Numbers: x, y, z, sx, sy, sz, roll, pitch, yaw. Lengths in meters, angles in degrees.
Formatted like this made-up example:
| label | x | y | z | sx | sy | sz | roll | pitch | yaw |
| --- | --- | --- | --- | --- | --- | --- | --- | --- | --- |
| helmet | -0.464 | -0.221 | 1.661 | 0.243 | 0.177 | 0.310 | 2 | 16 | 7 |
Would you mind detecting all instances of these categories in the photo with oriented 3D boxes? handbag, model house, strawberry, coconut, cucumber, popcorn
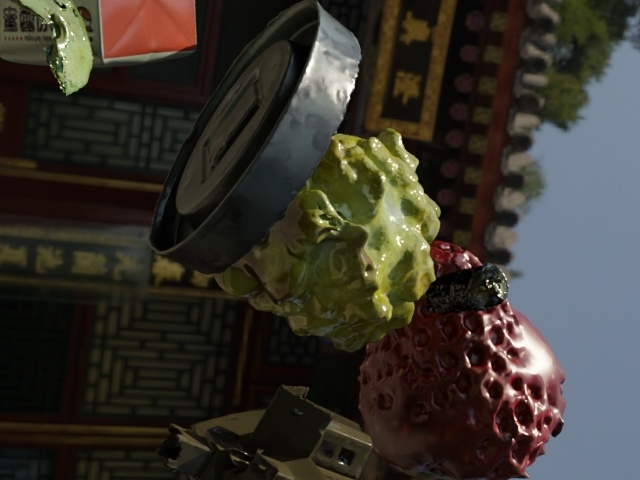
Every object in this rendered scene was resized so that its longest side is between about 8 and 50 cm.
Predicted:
| label | x | y | z | sx | sy | sz | roll | pitch | yaw |
| --- | --- | --- | --- | --- | --- | --- | --- | --- | --- |
| handbag | -0.235 | -0.327 | 1.107 | 0.171 | 0.151 | 0.298 | 8 | -73 | 35 |
| model house | -0.080 | 0.274 | 1.384 | 0.204 | 0.243 | 0.211 | -60 | -152 | 5 |
| strawberry | 0.181 | 0.178 | 1.619 | 0.345 | 0.295 | 0.317 | 68 | -12 | -12 |
| coconut | -0.239 | -0.196 | 0.901 | 0.055 | 0.158 | 0.133 | -45 | -166 | 15 |
| cucumber | 0.159 | 0.057 | 1.237 | 0.181 | 0.053 | 0.053 | 158 | -64 | -73 |
| popcorn | 0.018 | 0.003 | 1.456 | 0.312 | 0.312 | 0.312 | -174 | -90 | -70 |

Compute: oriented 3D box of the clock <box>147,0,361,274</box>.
| label | x | y | z | sx | sy | sz | roll | pitch | yaw |
| --- | --- | --- | --- | --- | --- | --- | --- | --- | --- |
| clock | -0.073 | -0.106 | 1.151 | 0.312 | 0.061 | 0.312 | -47 | -157 | 27 |
